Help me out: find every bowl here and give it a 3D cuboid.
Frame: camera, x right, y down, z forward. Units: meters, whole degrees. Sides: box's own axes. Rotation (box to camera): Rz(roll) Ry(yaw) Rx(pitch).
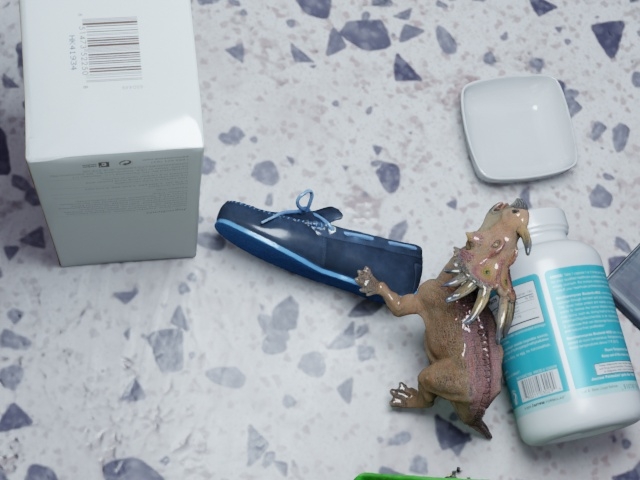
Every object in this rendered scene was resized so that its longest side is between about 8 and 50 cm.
[{"bbox_3d":[0.249,-0.138,1.450,0.142,0.053,0.142,-7,73,-11],"label":"bowl"}]

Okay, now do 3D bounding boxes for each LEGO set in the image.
[{"bbox_3d":[0.177,0.305,1.312,0.054,0.023,0.083,-17,62,-15],"label":"LEGO set"}]

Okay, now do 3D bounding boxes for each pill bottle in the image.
[{"bbox_3d":[0.277,0.099,1.325,0.146,0.146,0.264,-8,73,-11],"label":"pill bottle"}]

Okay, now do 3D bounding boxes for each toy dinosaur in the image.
[{"bbox_3d":[0.162,0.111,1.252,0.127,0.200,0.296,-20,103,-33],"label":"toy dinosaur"}]

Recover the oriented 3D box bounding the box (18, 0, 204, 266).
[{"bbox_3d":[-0.222,-0.125,1.224,0.168,0.345,0.215,-5,72,-9],"label":"box"}]

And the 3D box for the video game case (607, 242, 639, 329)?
[{"bbox_3d":[0.515,0.039,1.444,0.274,0.026,0.196,-42,81,-19],"label":"video game case"}]

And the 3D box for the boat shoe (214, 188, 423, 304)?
[{"bbox_3d":[0.000,0.000,1.353,0.258,0.109,0.089,23,77,-17],"label":"boat shoe"}]

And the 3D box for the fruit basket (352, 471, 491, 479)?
[{"bbox_3d":[0.012,0.337,1.092,0.392,0.392,0.283,32,70,3],"label":"fruit basket"}]
